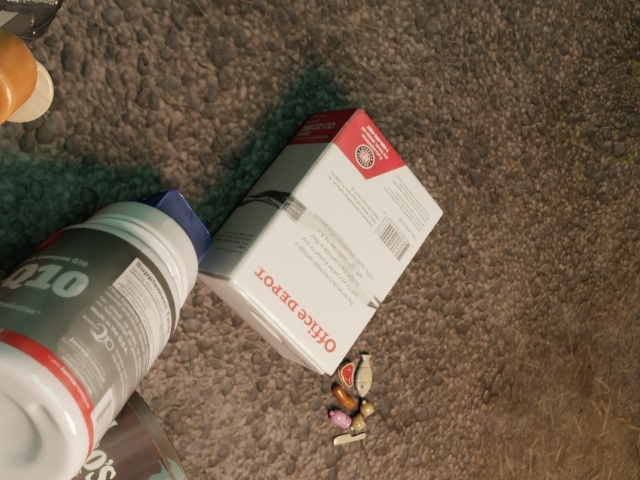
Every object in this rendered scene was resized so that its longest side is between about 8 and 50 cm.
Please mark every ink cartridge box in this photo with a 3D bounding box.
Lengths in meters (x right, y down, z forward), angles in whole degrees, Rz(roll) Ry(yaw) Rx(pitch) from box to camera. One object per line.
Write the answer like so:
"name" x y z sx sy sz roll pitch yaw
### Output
"ink cartridge box" 0.000 0.000 1.014 0.197 0.114 0.273 48 68 -28

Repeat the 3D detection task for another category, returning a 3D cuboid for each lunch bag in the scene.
"lunch bag" -0.183 -0.009 0.919 0.098 0.065 0.067 58 41 -23

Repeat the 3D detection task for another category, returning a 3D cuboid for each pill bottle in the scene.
"pill bottle" -0.234 0.083 0.769 0.161 0.161 0.283 62 26 -21

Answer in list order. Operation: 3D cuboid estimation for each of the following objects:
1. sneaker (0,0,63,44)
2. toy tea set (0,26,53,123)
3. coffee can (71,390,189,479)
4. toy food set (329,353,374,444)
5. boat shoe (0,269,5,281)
"sneaker" -0.301 -0.274 0.820 0.283 0.107 0.124 -40 148 -37
"toy tea set" -0.394 -0.108 0.670 0.335 0.124 0.200 1 123 -8
"coffee can" -0.284 0.287 0.792 0.275 0.201 0.202 -26 107 -30
"toy food set" 0.044 0.222 1.118 0.077 0.019 0.122 -4 96 -34
"boat shoe" -0.370 0.055 0.782 0.120 0.122 0.324 9 89 -65
